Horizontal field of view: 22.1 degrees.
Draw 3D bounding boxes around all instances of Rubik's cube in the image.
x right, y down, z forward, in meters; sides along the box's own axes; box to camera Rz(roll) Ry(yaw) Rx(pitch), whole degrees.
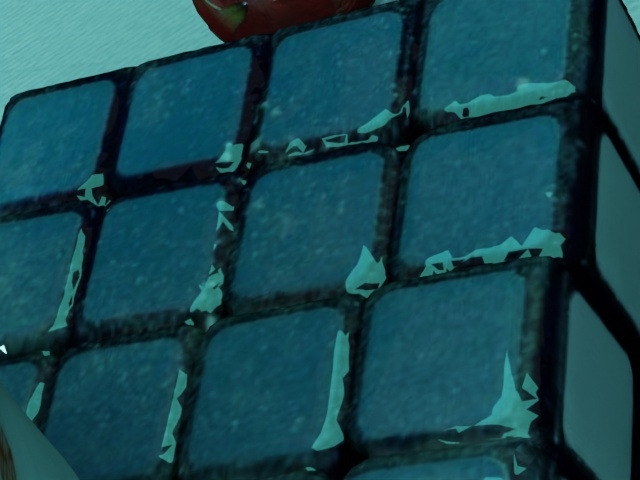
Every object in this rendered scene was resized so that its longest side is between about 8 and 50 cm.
[{"bbox_3d":[0.029,0.119,0.811,0.344,0.344,0.337,-11,52,26],"label":"Rubik's cube"}]

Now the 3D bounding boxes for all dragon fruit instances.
[{"bbox_3d":[-0.034,-0.250,1.484,0.209,0.172,0.172,-9,43,40],"label":"dragon fruit"}]

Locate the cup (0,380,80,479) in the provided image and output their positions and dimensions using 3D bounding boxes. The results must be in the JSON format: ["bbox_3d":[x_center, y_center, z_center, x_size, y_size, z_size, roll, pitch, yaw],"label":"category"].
[{"bbox_3d":[-0.208,0.160,0.586,0.347,0.163,0.347,-20,45,22],"label":"cup"}]
